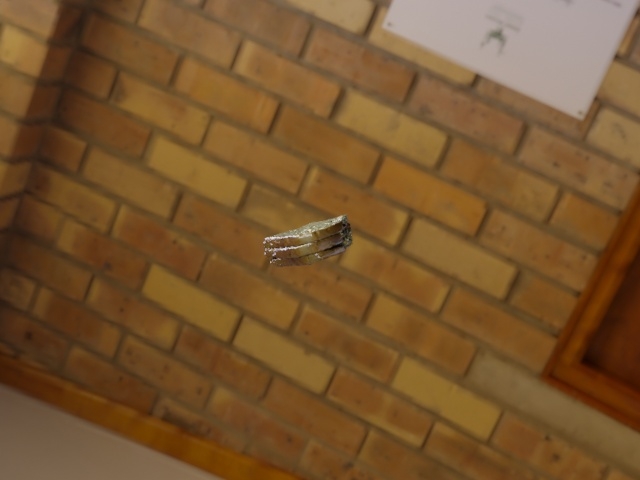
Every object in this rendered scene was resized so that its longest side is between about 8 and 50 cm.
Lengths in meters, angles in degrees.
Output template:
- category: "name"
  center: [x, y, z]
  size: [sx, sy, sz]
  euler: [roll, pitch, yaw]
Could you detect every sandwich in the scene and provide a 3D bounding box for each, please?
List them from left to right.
- category: "sandwich"
  center: [0.000, 0.000, 1.277]
  size: [0.093, 0.036, 0.105]
  euler: [-19, -173, -26]
